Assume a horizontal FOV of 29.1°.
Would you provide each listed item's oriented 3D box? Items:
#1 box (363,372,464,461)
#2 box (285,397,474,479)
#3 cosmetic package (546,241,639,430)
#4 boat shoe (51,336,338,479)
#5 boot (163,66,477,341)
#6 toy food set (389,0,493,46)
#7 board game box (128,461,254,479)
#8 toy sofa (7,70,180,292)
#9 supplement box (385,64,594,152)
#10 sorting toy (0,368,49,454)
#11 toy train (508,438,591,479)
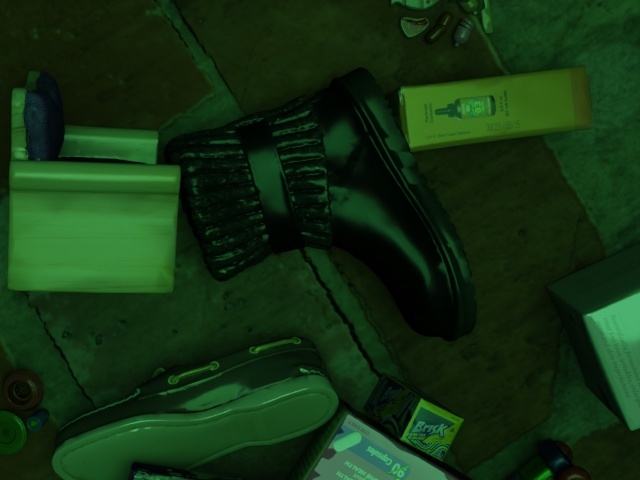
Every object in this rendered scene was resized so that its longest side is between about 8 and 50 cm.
[{"bbox_3d":[0.105,0.200,1.416,0.059,0.169,0.054,28,89,-12],"label":"box"},{"bbox_3d":[0.051,0.345,1.430,0.213,0.117,0.243,33,88,-4],"label":"box"},{"bbox_3d":[0.378,0.104,1.446,0.151,0.183,0.151,-24,98,1],"label":"cosmetic package"},{"bbox_3d":[-0.147,0.191,1.402,0.324,0.096,0.116,-15,138,-6],"label":"boat shoe"},{"bbox_3d":[-0.001,0.000,1.394,0.260,0.131,0.348,-27,89,-15],"label":"boot"},{"bbox_3d":[0.146,-0.266,1.460,0.122,0.019,0.078,-10,97,-10],"label":"toy food set"},{"bbox_3d":[-0.053,0.372,1.341,0.347,0.056,0.208,9,93,-5],"label":"board game box"},{"bbox_3d":[-0.225,-0.069,1.229,0.150,0.362,0.177,3,99,-11],"label":"toy sofa"},{"bbox_3d":[0.198,-0.155,1.453,0.233,0.080,0.078,-8,96,-12],"label":"supplement box"},{"bbox_3d":[-0.338,0.192,1.396,0.061,0.042,0.102,25,102,3],"label":"sorting toy"},{"bbox_3d":[0.315,0.377,1.515,0.143,0.105,0.248,-40,101,5],"label":"toy train"}]
